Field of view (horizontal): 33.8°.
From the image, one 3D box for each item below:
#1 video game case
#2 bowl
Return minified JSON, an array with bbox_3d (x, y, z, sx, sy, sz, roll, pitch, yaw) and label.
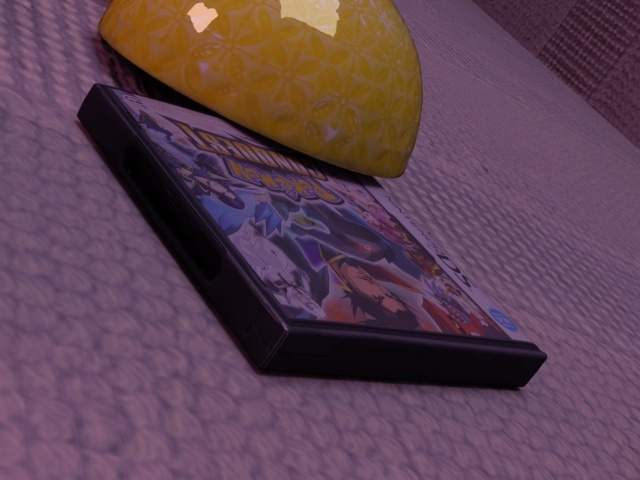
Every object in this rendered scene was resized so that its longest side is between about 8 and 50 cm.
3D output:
[{"bbox_3d":[0.000,0.000,0.722,0.275,0.035,0.248,12,30,-48],"label":"video game case"},{"bbox_3d":[-0.024,-0.187,0.884,0.289,0.156,0.289,25,14,-7],"label":"bowl"}]
